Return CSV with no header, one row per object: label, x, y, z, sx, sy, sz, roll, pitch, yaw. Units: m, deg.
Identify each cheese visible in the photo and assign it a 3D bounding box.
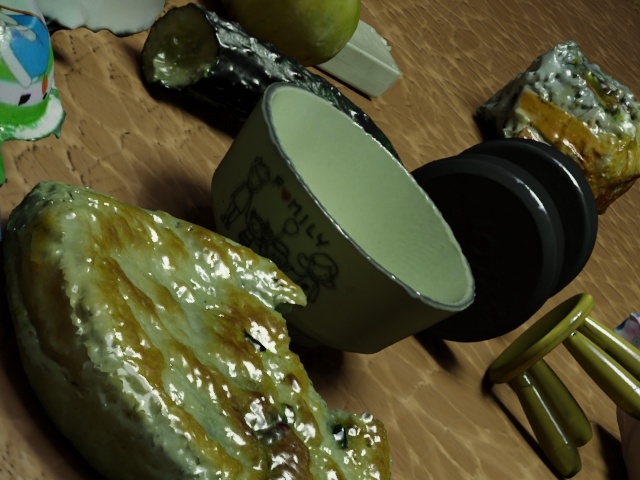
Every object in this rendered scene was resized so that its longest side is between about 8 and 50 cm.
cheese,-0.229,-0.111,1.170,0.204,0.083,0.320,36,22,-31

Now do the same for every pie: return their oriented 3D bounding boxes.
pie,-0.074,0.074,1.173,0.302,0.067,0.302,43,20,-20

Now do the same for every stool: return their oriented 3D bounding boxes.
stool,0.215,0.117,1.639,0.135,0.134,0.110,-40,92,-26

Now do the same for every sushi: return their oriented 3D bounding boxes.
sushi,0.282,-0.125,2.210,0.184,0.139,0.274,49,19,9

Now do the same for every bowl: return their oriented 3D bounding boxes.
bowl,0.000,0.000,1.403,0.211,0.112,0.211,42,19,-18

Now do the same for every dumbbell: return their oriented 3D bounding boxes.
dumbbell,0.144,-0.006,1.663,0.152,0.152,0.218,50,19,5

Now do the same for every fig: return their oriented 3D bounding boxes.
fig,-0.026,-0.224,1.782,0.136,0.121,0.153,6,26,-45

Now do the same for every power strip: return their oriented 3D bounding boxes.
power strip,0.008,-0.198,1.914,0.175,0.042,0.075,25,29,-46

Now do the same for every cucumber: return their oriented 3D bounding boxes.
cucumber,-0.021,-0.103,1.618,0.072,0.081,0.303,20,-6,46

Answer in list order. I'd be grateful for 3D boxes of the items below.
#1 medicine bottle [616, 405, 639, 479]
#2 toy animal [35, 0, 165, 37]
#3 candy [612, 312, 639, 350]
medicine bottle,0.332,0.209,1.680,0.133,0.133,0.250,40,20,-22
toy animal,-0.209,-0.235,1.404,0.179,0.138,0.166,50,-2,31
candy,0.339,0.153,1.889,0.092,0.073,0.160,17,35,-58
